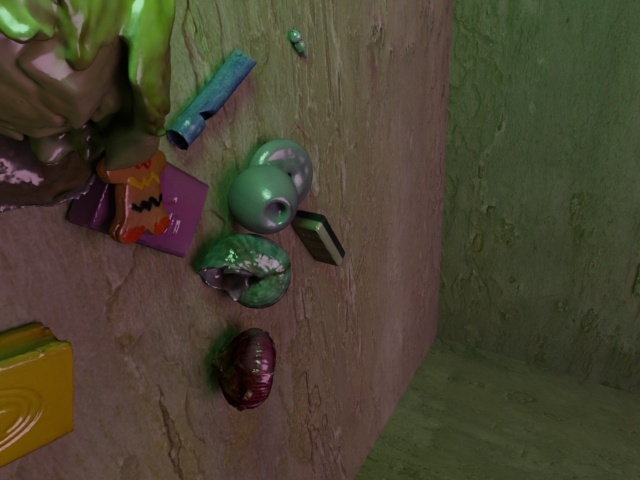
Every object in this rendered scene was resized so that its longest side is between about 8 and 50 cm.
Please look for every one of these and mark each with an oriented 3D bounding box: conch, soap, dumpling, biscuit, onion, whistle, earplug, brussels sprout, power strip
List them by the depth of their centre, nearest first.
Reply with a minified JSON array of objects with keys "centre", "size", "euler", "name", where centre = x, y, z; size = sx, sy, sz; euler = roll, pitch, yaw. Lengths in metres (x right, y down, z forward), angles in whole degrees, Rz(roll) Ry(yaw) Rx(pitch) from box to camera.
[{"centre":[-0.364,-0.325,0.588],"size":[0.425,0.343,0.360],"euler":[45,49,-57],"name":"brussels sprout"},{"centre":[-0.560,0.274,0.726],"size":[0.325,0.096,0.204],"euler":[-17,116,-57],"name":"soap"},{"centre":[-0.456,-0.126,0.765],"size":[0.166,0.086,0.332],"euler":[48,53,-17],"name":"dumpling"},{"centre":[-0.328,-0.120,0.844],"size":[0.165,0.036,0.249],"euler":[-39,133,-66],"name":"biscuit"},{"centre":[-0.356,-0.079,0.959],"size":[0.259,0.081,0.180],"euler":[33,72,-59],"name":"soap"},{"centre":[-0.244,-0.334,1.076],"size":[0.304,0.062,0.062],"euler":[-61,147,-27],"name":"whistle"},{"centre":[-0.185,0.086,1.239],"size":[0.277,0.221,0.195],"euler":[71,-2,-77],"name":"conch"},{"centre":[-0.116,-0.141,1.257],"size":[0.325,0.175,0.214],"euler":[-60,144,-49],"name":"earplug"},{"centre":[-0.217,0.343,1.279],"size":[0.164,0.230,0.229],"euler":[24,78,-24],"name":"onion"},{"centre":[-0.060,-0.560,1.334],"size":[0.035,0.035,0.100],"euler":[-67,151,-18],"name":"whistle"},{"centre":[0.000,0.000,1.581],"size":[0.070,0.105,0.256],"euler":[-63,147,-21],"name":"power strip"}]
